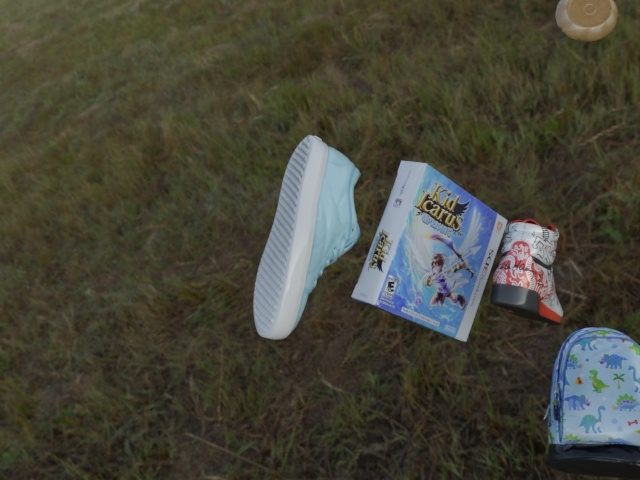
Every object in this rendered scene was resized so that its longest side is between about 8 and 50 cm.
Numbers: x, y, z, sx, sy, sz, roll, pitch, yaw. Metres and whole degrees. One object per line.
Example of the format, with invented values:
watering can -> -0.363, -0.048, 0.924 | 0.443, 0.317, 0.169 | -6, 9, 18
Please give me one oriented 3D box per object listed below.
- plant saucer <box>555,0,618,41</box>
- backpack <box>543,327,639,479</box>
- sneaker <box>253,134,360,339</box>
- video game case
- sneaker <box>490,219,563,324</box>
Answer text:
plant saucer -> 0.370, -0.317, 0.863 | 0.083, 0.083, 0.015 | -23, -15, 3
backpack -> 0.733, 0.407, 1.618 | 0.290, 0.273, 0.355 | 0, 54, 24
sneaker -> 0.000, 0.000, 1.027 | 0.135, 0.150, 0.366 | -30, 41, 58
video game case -> 0.200, 0.027, 1.083 | 0.061, 0.269, 0.244 | 13, 81, 49
sneaker -> 0.348, 0.052, 1.005 | 0.090, 0.270, 0.145 | 11, 83, 31
